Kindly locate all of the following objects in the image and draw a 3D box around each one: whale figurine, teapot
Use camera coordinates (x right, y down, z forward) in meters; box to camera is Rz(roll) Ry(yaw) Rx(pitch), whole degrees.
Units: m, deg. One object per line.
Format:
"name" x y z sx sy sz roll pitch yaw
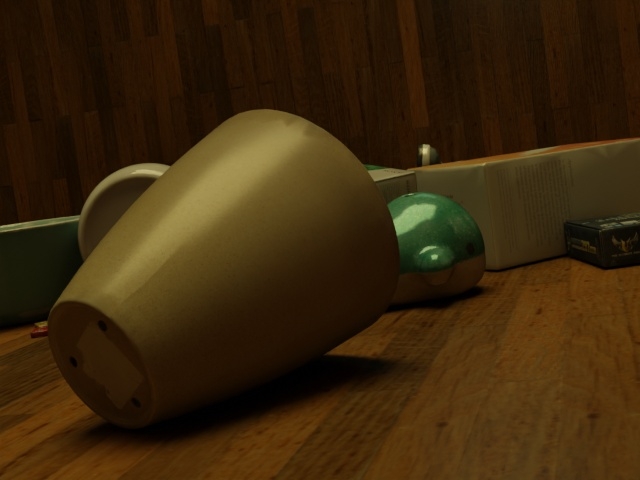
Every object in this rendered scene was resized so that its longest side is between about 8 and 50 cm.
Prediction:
"whale figurine" 0.092 0.015 1.299 0.272 0.141 0.216 -12 7 -31
"teapot" -0.274 -0.021 1.650 0.256 0.252 0.187 -8 9 7

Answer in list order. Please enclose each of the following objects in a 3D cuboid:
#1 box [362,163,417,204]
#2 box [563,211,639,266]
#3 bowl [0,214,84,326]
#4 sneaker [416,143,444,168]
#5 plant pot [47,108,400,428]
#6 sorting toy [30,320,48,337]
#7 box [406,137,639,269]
"box" -0.044 -0.065 1.504 0.322 0.058 0.232 -13 16 -35
"box" 0.497 -0.012 1.435 0.233 0.059 0.183 -7 4 -1
"bowl" -0.535 0.056 1.685 0.312 0.163 0.311 -8 6 1
"sneaker" 0.293 -0.099 1.992 0.178 0.123 0.295 -1 -26 14
"plant pot" -0.105 0.045 0.903 0.256 0.256 0.274 -4 23 40
"sorting toy" -0.317 0.101 1.506 0.274 0.046 0.132 -8 5 -1
"box" 0.350 -0.064 1.627 0.345 0.168 0.215 -10 6 -29
